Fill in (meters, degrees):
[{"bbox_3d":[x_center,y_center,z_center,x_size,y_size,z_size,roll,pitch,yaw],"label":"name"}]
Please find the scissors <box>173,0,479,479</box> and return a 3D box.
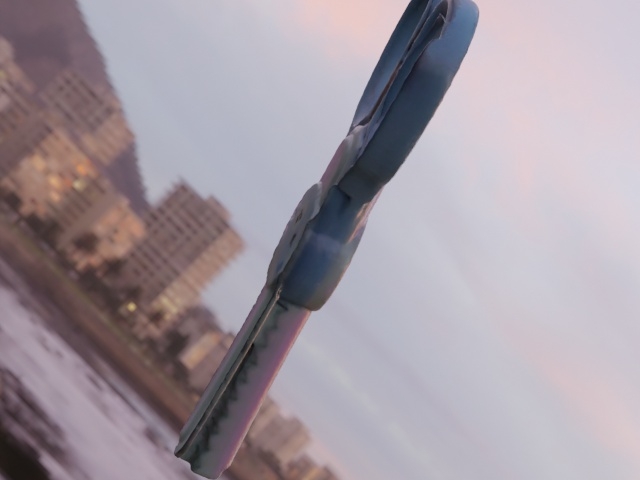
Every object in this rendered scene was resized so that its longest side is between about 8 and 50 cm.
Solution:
[{"bbox_3d":[0.000,0.000,0.668,0.030,0.256,0.125,26,17,-8],"label":"scissors"}]
